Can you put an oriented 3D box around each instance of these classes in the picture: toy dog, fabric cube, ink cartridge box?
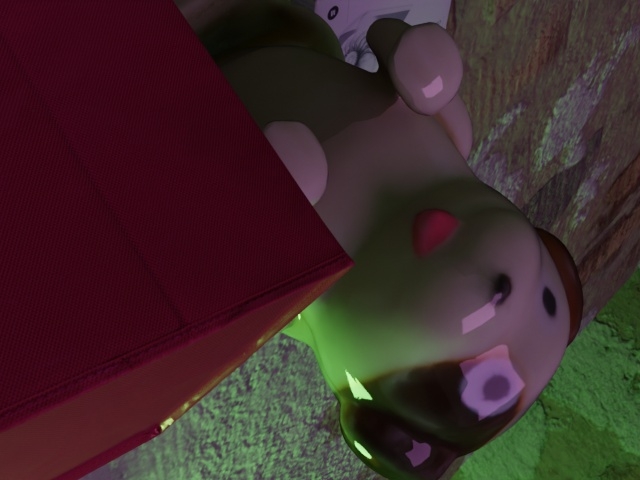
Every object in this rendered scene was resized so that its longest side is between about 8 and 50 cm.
[{"bbox_3d":[0.000,0.000,0.788,0.284,0.408,0.395,-35,148,-31],"label":"toy dog"},{"bbox_3d":[-0.194,0.004,0.559,0.259,0.258,0.254,-23,166,-47],"label":"fabric cube"},{"bbox_3d":[0.049,-0.195,1.035,0.223,0.045,0.224,-35,149,-32],"label":"ink cartridge box"}]
